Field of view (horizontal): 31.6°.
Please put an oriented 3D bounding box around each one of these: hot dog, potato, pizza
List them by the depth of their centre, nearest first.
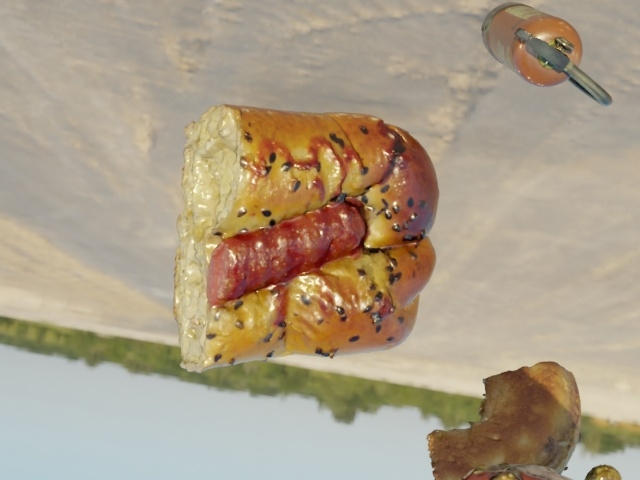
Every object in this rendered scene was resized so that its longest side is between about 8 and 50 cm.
[{"bbox_3d":[0.319,0.287,1.285,0.046,0.045,0.092,20,134,16],"label":"potato"},{"bbox_3d":[0.242,0.264,1.457,0.161,0.305,0.085,23,137,31],"label":"pizza"},{"bbox_3d":[0.000,0.000,1.575,0.365,0.367,0.196,-2,-165,-30],"label":"hot dog"}]

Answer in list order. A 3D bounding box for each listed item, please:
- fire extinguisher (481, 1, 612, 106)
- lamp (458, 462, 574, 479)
[{"bbox_3d":[0.387,-0.317,1.889,0.200,0.113,0.376,16,-165,-6],"label":"fire extinguisher"},{"bbox_3d":[0.173,0.276,0.955,0.177,0.177,0.274,7,171,24],"label":"lamp"}]
